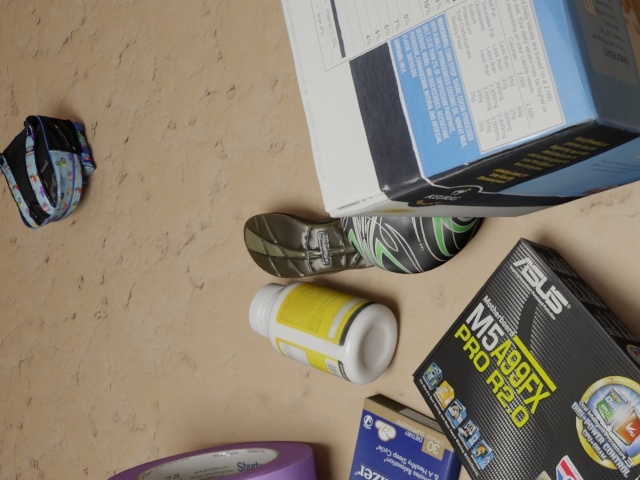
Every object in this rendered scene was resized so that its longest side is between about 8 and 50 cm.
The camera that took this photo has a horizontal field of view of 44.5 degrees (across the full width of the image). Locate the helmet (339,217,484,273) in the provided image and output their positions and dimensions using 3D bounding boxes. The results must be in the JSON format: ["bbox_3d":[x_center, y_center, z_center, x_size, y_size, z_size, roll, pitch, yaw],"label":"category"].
[{"bbox_3d":[0.098,-0.046,0.875,0.169,0.162,0.169,2,94,39],"label":"helmet"}]

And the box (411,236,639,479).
[{"bbox_3d":[0.225,0.163,0.785,0.216,0.060,0.270,-57,39,24],"label":"box"}]

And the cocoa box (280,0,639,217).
[{"bbox_3d":[0.171,-0.155,0.689,0.228,0.347,0.231,-19,79,38],"label":"cocoa box"}]

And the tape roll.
[{"bbox_3d":[-0.139,0.335,1.015,0.275,0.275,0.090,-13,84,39],"label":"tape roll"}]

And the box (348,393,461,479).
[{"bbox_3d":[0.096,0.323,0.977,0.136,0.037,0.225,18,105,37],"label":"box"}]

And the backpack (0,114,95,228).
[{"bbox_3d":[-0.472,-0.111,1.368,0.158,0.117,0.173,-34,71,35],"label":"backpack"}]

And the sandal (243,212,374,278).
[{"bbox_3d":[0.000,0.000,1.030,0.219,0.060,0.089,-6,95,25],"label":"sandal"}]

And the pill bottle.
[{"bbox_3d":[-0.001,0.110,1.002,0.184,0.103,0.103,15,102,38],"label":"pill bottle"}]
